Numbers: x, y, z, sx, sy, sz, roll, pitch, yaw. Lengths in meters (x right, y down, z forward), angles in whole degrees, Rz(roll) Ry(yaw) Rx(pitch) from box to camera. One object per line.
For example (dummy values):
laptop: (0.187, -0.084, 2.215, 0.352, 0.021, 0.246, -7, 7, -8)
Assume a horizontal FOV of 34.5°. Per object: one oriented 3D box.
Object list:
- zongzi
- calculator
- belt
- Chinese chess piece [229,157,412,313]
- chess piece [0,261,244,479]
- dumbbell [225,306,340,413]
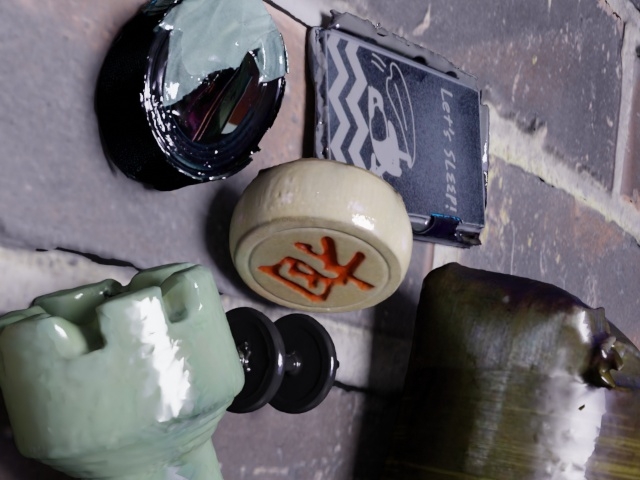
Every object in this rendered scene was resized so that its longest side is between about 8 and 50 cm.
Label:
zongzi: (0.178, 0.267, 0.892, 0.432, 0.208, 0.403, 38, 66, -61)
calculator: (0.076, -0.084, 0.865, 0.274, 0.028, 0.165, 8, 81, -55)
belt: (-0.078, -0.095, 0.632, 0.105, 0.058, 0.140, 50, 56, -34)
Chinese chess piece: (0.000, 0.000, 0.683, 0.122, 0.122, 0.051, 49, 38, -42)
chess piece: (-0.076, 0.168, 0.548, 0.194, 0.195, 0.299, -22, 100, -51)
dumbbell: (-0.034, 0.080, 0.682, 0.147, 0.069, 0.069, 14, 79, -52)
